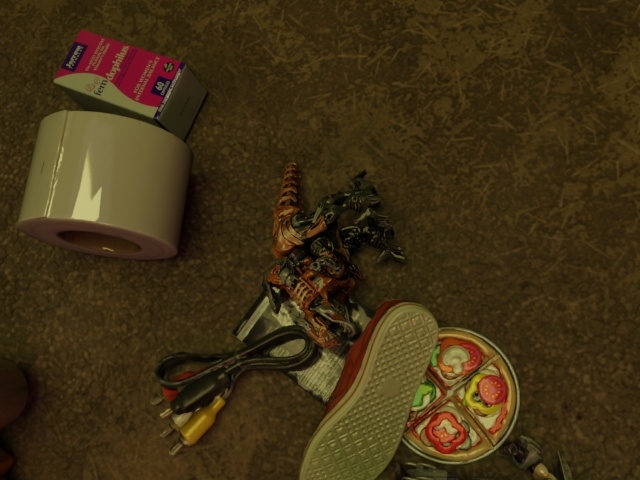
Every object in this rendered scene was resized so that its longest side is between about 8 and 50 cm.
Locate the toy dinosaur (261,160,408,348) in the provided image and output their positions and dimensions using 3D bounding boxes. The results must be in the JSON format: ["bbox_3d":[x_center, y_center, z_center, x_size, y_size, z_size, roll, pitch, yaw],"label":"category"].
[{"bbox_3d":[0.000,0.000,1.092,0.218,0.164,0.322,-24,76,6],"label":"toy dinosaur"}]

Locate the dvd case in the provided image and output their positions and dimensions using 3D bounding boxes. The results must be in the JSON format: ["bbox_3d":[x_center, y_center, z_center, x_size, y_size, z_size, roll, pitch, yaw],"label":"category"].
[{"bbox_3d":[-0.007,0.145,1.127,0.221,0.018,0.164,34,84,16],"label":"dvd case"}]

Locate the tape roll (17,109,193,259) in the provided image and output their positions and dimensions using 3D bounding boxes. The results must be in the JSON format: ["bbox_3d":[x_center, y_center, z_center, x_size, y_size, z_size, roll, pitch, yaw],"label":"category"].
[{"bbox_3d":[-0.334,-0.077,1.130,0.246,0.246,0.169,4,76,11],"label":"tape roll"}]

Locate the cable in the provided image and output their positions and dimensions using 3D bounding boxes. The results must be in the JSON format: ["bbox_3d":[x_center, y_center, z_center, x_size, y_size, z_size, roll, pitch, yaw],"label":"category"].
[{"bbox_3d":[-0.142,0.204,1.120,0.287,0.072,0.139,-30,58,-5],"label":"cable"}]

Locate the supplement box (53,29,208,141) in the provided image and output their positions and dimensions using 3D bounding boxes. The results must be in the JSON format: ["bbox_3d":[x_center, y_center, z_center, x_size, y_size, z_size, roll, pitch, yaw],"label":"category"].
[{"bbox_3d":[-0.330,-0.267,1.252,0.220,0.114,0.111,20,80,17],"label":"supplement box"}]

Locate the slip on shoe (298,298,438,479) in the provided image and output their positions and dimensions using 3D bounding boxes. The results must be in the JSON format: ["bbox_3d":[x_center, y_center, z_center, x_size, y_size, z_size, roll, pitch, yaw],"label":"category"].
[{"bbox_3d":[0.066,0.232,1.040,0.123,0.101,0.331,23,98,-14],"label":"slip on shoe"}]

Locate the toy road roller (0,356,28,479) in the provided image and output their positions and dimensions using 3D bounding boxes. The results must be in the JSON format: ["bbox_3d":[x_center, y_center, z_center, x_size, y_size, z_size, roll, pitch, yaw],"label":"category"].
[{"bbox_3d":[-0.535,0.361,1.074,0.240,0.202,0.330,35,88,5],"label":"toy road roller"}]

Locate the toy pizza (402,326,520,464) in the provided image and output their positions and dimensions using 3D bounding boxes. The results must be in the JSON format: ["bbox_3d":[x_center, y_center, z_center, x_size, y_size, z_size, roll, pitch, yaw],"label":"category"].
[{"bbox_3d":[0.193,0.227,1.061,0.201,0.032,0.201,-3,74,10],"label":"toy pizza"}]

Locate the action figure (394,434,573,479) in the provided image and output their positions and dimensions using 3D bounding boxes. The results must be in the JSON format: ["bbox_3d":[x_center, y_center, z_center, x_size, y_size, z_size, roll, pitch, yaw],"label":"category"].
[{"bbox_3d":[0.240,0.355,0.962,0.285,0.099,0.185,-1,35,10],"label":"action figure"}]
